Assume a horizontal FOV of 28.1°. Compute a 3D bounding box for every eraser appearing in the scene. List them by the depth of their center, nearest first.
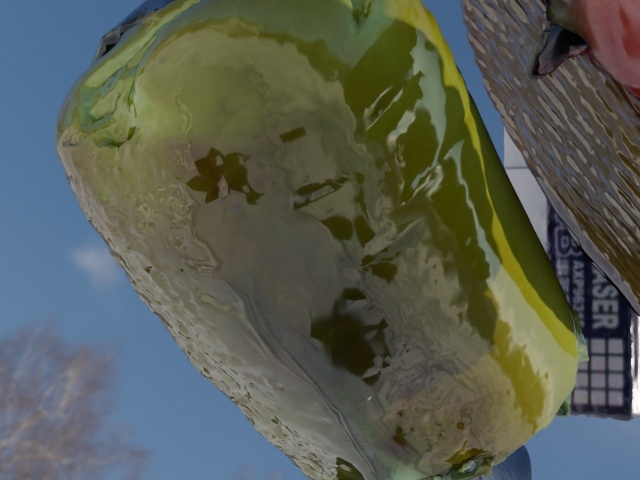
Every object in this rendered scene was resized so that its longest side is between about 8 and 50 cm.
[{"bbox_3d":[0.228,0.009,1.123,0.130,0.086,0.287,-2,-93,29],"label":"eraser"}]

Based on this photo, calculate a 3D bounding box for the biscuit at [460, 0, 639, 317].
[{"bbox_3d":[0.194,-0.056,0.862,0.318,0.040,0.318,57,-3,5],"label":"biscuit"}]

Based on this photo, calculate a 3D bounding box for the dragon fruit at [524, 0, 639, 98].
[{"bbox_3d":[0.197,-0.140,0.573,0.193,0.274,0.192,8,-68,-11],"label":"dragon fruit"}]

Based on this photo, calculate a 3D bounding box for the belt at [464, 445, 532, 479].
[{"bbox_3d":[0.152,0.285,1.382,0.082,0.141,0.190,20,-56,-19],"label":"belt"}]

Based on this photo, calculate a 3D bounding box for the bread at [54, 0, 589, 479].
[{"bbox_3d":[0.000,0.000,0.806,0.251,0.208,0.376,4,-43,39],"label":"bread"}]
